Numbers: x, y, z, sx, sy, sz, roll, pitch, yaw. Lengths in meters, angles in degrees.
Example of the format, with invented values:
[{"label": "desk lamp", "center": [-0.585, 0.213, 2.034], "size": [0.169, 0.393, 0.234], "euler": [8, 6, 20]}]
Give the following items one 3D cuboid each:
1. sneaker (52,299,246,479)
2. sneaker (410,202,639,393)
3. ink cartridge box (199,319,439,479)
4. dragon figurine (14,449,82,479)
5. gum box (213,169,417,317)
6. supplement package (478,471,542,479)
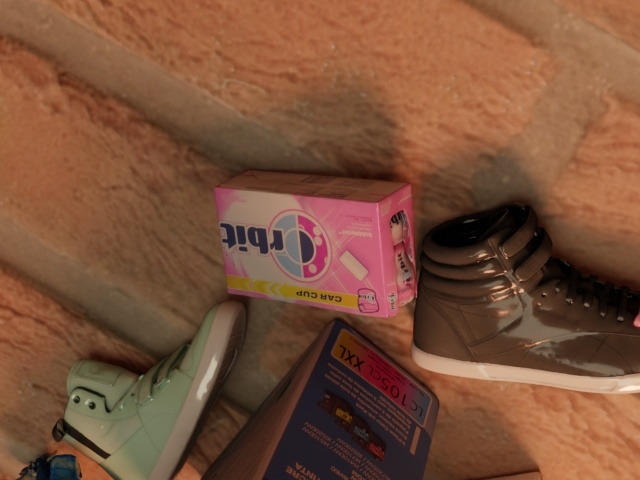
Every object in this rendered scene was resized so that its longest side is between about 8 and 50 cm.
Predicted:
[{"label": "sneaker", "center": [-0.181, 0.141, 1.168], "size": [0.151, 0.094, 0.256], "euler": [31, 114, 5]}, {"label": "sneaker", "center": [0.216, 0.045, 1.015], "size": [0.295, 0.104, 0.147], "euler": [1, 116, 19]}, {"label": "ink cartridge box", "center": [-0.048, 0.283, 1.020], "size": [0.151, 0.395, 0.270], "euler": [37, 116, -1]}, {"label": "dragon figurine", "center": [-0.255, 0.273, 1.178], "size": [0.085, 0.144, 0.289], "euler": [43, 141, -19]}, {"label": "gum box", "center": [0.000, 0.000, 1.051], "size": [0.188, 0.062, 0.107], "euler": [7, 113, 33]}, {"label": "supplement package", "center": [0.161, 0.406, 1.133], "size": [0.177, 0.175, 0.293], "euler": [-14, 106, 20]}]
